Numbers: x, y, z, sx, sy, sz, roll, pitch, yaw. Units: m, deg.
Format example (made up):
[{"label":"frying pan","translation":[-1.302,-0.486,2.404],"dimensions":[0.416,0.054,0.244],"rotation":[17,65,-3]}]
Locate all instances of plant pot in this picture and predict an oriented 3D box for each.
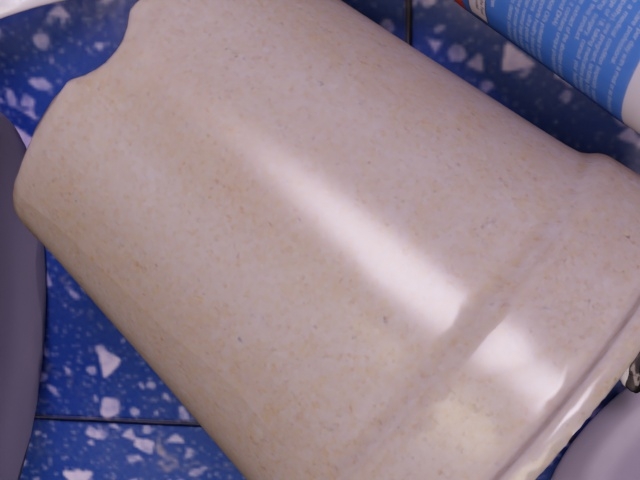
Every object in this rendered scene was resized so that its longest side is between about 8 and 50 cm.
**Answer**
[{"label":"plant pot","translation":[0.000,0.000,0.656],"dimensions":[0.305,0.334,0.334],"rotation":[41,112,3]}]

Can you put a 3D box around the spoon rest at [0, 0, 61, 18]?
[{"label":"spoon rest","translation":[-0.281,-0.159,0.730],"dimensions":[0.276,0.084,0.137],"rotation":[-13,109,11]}]

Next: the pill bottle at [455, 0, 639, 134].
[{"label":"pill bottle","translation":[0.182,-0.132,0.597],"dimensions":[0.221,0.124,0.124],"rotation":[43,115,26]}]

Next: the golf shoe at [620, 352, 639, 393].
[{"label":"golf shoe","translation":[0.274,0.039,0.727],"dimensions":[0.186,0.067,0.086],"rotation":[-25,67,13]}]

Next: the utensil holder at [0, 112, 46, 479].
[{"label":"utensil holder","translation":[-0.405,0.052,0.695],"dimensions":[0.385,0.327,0.328],"rotation":[2,112,0]}]

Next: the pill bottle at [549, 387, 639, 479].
[{"label":"pill bottle","translation":[0.358,0.273,0.743],"dimensions":[0.392,0.224,0.224],"rotation":[44,111,-11]}]
